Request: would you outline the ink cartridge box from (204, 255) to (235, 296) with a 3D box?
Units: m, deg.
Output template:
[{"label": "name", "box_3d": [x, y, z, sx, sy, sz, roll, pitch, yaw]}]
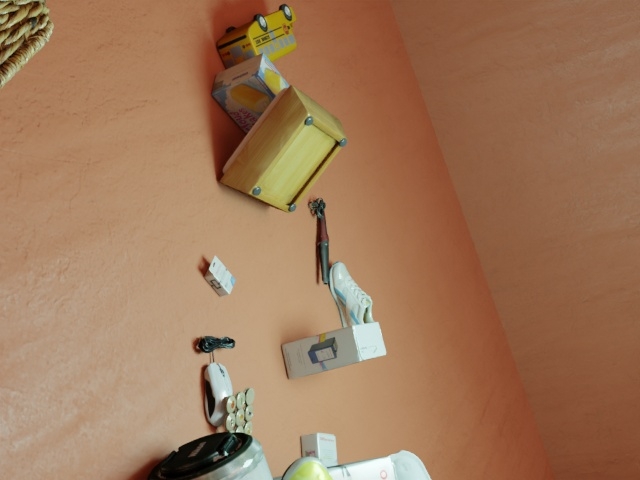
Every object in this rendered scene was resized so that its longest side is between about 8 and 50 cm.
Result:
[{"label": "ink cartridge box", "box_3d": [-0.231, 0.080, 1.725, 0.083, 0.028, 0.048, 56, 32, -31]}]

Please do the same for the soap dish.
[{"label": "soap dish", "box_3d": [-0.082, -0.212, 1.897, 0.118, 0.291, 0.229, 43, 10, 33]}]

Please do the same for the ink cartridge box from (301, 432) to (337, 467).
[{"label": "ink cartridge box", "box_3d": [-0.001, 0.538, 1.872, 0.088, 0.052, 0.123, 29, 51, -54]}]

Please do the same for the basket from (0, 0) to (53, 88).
[{"label": "basket", "box_3d": [-0.520, -0.256, 1.088, 0.213, 0.299, 0.223, -20, 90, -64]}]

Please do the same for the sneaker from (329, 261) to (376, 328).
[{"label": "sneaker", "box_3d": [0.095, 0.166, 2.214, 0.087, 0.092, 0.229, -25, 96, -61]}]

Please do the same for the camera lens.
[{"label": "camera lens", "box_3d": [-0.178, 0.503, 1.383, 0.219, 0.219, 0.275, -26, 99, -62]}]

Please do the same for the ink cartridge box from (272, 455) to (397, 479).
[{"label": "ink cartridge box", "box_3d": [0.016, 0.601, 1.632, 0.307, 0.129, 0.223, -3, 74, -27]}]

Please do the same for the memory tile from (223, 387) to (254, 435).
[{"label": "memory tile", "box_3d": [-0.173, 0.394, 1.626, 0.113, 0.012, 0.148, -4, 96, -66]}]

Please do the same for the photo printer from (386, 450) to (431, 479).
[{"label": "photo printer", "box_3d": [0.220, 0.649, 1.750, 0.256, 0.107, 0.308, 90, -22, -49]}]

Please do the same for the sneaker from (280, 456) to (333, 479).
[{"label": "sneaker", "box_3d": [0.010, 0.611, 1.465, 0.145, 0.147, 0.385, -2, 75, -24]}]

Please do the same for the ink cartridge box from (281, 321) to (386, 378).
[{"label": "ink cartridge box", "box_3d": [0.035, 0.273, 1.912, 0.154, 0.212, 0.093, 2, 73, -61]}]

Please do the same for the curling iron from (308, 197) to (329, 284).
[{"label": "curling iron", "box_3d": [0.000, 0.000, 2.192, 0.068, 0.035, 0.274, 27, 51, -49]}]

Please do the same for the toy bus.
[{"label": "toy bus", "box_3d": [-0.160, -0.559, 2.124, 0.130, 0.108, 0.333, 66, 28, -15]}]

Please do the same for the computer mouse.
[{"label": "computer mouse", "box_3d": [-0.212, 0.296, 1.626, 0.106, 0.042, 0.193, 22, 56, -58]}]

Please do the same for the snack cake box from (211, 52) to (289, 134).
[{"label": "snack cake box", "box_3d": [-0.142, -0.343, 1.994, 0.264, 0.152, 0.089, 47, 37, -40]}]
